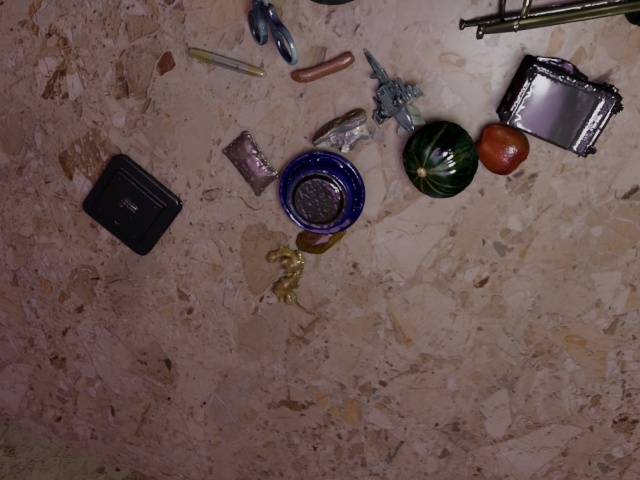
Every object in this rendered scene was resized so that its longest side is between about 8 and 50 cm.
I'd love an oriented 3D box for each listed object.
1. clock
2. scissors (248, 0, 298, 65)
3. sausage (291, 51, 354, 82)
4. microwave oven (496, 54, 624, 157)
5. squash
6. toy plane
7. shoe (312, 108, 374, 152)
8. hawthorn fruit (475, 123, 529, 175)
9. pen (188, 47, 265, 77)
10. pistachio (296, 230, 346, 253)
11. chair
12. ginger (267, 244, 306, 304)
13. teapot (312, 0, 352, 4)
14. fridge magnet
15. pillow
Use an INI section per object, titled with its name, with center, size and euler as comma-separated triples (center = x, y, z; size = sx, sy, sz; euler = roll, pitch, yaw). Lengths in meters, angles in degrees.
[clock]
center = -0.634, -0.113, 1.846
size = 0.279, 0.049, 0.273
euler = 40, 116, -6
[scissors]
center = -0.154, -0.635, 1.363
size = 0.029, 0.256, 0.383
euler = -29, 137, -16
[sausage]
center = 0.006, -0.480, 1.548
size = 0.186, 0.043, 0.043
euler = -15, 109, 18
[microwave oven]
center = 0.598, -0.348, 1.400
size = 0.248, 0.178, 0.188
euler = 24, 119, 1
[squash]
center = 0.327, -0.221, 1.509
size = 0.172, 0.218, 0.218
euler = -29, 108, -16
[toy plane]
center = 0.183, -0.408, 1.517
size = 0.262, 0.088, 0.192
euler = 51, 141, -7
[shoe]
center = 0.068, -0.303, 1.593
size = 0.180, 0.089, 0.092
euler = -24, 118, 23
[hawthorn fruit]
center = 0.490, -0.249, 1.500
size = 0.138, 0.133, 0.132
euler = 42, 116, 10
[pen]
center = -0.271, -0.510, 1.602
size = 0.234, 0.032, 0.040
euler = 19, 139, 3
[pistachio]
center = 0.000, 0.000, 1.755
size = 0.173, 0.049, 0.089
euler = -18, 109, 20
[chair]
center = 0.552, -0.626, 1.202
size = 0.410, 0.364, 0.361
euler = 5, 114, 5
[ginger]
center = -0.108, 0.113, 1.827
size = 0.176, 0.052, 0.193
euler = -34, 102, 29
[teapot]
center = 0.036, -0.726, 1.254
size = 0.376, 0.361, 0.305
euler = -36, 101, 23
[fridge magnet]
center = 0.003, -0.138, 1.658
size = 0.266, 0.112, 0.265
euler = 5, 114, 11
[pillow]
center = -0.213, -0.234, 1.703
size = 0.118, 0.043, 0.185
euler = -35, 102, 26
